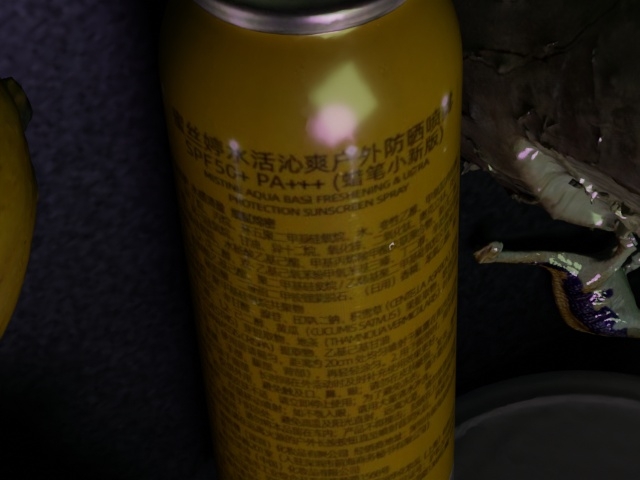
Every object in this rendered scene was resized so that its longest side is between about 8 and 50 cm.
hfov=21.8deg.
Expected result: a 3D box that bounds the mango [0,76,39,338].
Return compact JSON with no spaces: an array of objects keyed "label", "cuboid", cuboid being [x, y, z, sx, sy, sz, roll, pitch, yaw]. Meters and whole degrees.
[{"label":"mango","cuboid":[-0.196,0.022,0.493,0.167,0.130,0.262,20,120,-41]}]

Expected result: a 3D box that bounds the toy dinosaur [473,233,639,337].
[{"label":"toy dinosaur","cuboid":[0.141,0.023,0.792,0.058,0.037,0.180,-28,138,28]}]

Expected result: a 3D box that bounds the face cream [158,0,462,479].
[{"label":"face cream","cuboid":[0.000,0.000,0.621,0.105,0.105,0.348,-21,137,-16]}]

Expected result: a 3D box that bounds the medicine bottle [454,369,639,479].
[{"label":"medicine bottle","cuboid":[0.129,0.221,0.815,0.238,0.238,0.232,-25,138,-12]}]

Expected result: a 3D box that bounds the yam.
[{"label":"yam","cuboid":[0.142,-0.052,0.575,0.154,0.254,0.154,-18,125,-27]}]
